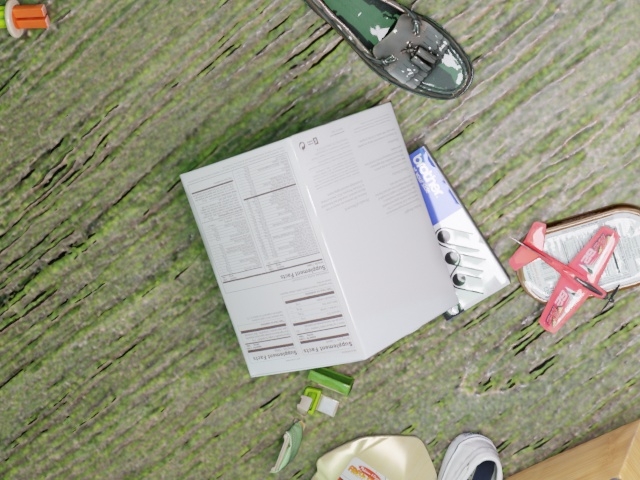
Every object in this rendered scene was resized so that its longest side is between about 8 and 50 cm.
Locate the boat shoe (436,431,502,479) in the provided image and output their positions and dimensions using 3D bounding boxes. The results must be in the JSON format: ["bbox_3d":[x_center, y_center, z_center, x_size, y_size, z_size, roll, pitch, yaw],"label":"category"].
[{"bbox_3d":[0.174,0.380,1.520,0.095,0.084,0.258,8,101,-10],"label":"boat shoe"}]

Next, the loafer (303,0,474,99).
[{"bbox_3d":[0.070,-0.262,1.450,0.267,0.084,0.096,37,103,3],"label":"loafer"}]

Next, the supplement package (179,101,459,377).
[{"bbox_3d":[0.000,0.000,1.411,0.198,0.199,0.263,-15,97,43],"label":"supplement package"}]

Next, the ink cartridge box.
[{"bbox_3d":[0.148,-0.010,1.494,0.097,0.046,0.207,-32,91,12],"label":"ink cartridge box"}]

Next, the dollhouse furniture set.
[{"bbox_3d":[-0.009,0.243,1.546,0.058,0.076,0.152,22,101,7],"label":"dollhouse furniture set"}]

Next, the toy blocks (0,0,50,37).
[{"bbox_3d":[-0.387,-0.330,1.539,0.148,0.054,0.123,-3,97,10],"label":"toy blocks"}]

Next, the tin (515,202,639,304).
[{"bbox_3d":[0.338,0.020,1.470,0.189,0.040,0.106,-17,99,12],"label":"tin"}]

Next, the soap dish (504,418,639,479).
[{"bbox_3d":[0.381,0.388,1.439,0.229,0.118,0.291,-36,90,39],"label":"soap dish"}]

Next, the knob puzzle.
[{"bbox_3d":[0.075,0.341,1.567,0.213,0.030,0.213,0,97,-4],"label":"knob puzzle"}]

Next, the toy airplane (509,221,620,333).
[{"bbox_3d":[0.298,0.036,1.447,0.151,0.028,0.151,1,98,10],"label":"toy airplane"}]
